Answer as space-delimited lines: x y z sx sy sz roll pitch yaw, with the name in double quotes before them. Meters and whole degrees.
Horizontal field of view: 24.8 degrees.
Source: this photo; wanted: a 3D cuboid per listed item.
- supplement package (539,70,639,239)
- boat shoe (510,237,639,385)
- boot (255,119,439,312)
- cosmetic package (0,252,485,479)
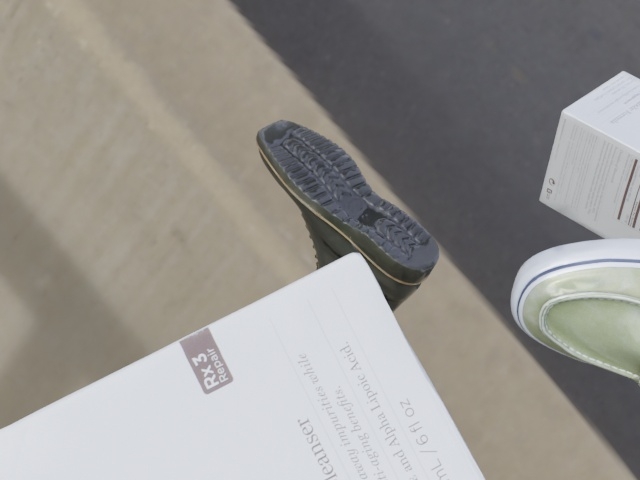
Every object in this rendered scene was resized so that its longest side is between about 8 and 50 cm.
"supplement package" 0.397 -0.066 1.661 0.244 0.134 0.139 32 45 27
"boat shoe" 0.292 0.076 1.092 0.302 0.109 0.094 11 31 5
"boot" 0.000 0.000 1.308 0.077 0.137 0.198 -28 67 -40
"cosmetic package" -0.103 0.189 0.971 0.385 0.156 0.217 -28 86 -12
